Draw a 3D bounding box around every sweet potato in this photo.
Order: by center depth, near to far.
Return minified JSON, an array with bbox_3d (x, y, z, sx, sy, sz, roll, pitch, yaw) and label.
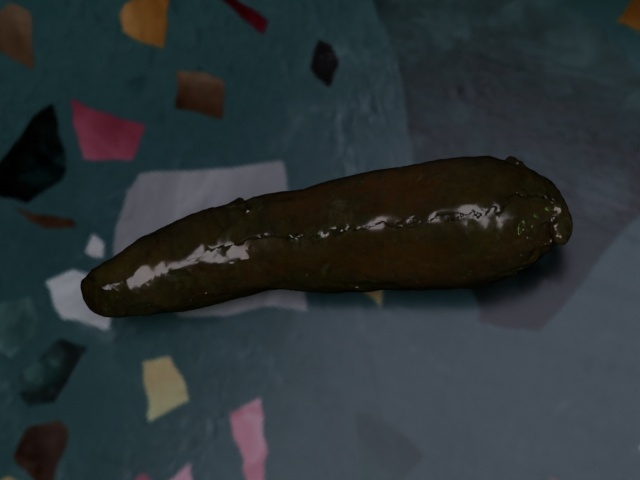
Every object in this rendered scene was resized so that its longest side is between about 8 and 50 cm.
[{"bbox_3d":[0.000,0.000,0.674,0.273,0.075,0.075,-8,77,11],"label":"sweet potato"}]
